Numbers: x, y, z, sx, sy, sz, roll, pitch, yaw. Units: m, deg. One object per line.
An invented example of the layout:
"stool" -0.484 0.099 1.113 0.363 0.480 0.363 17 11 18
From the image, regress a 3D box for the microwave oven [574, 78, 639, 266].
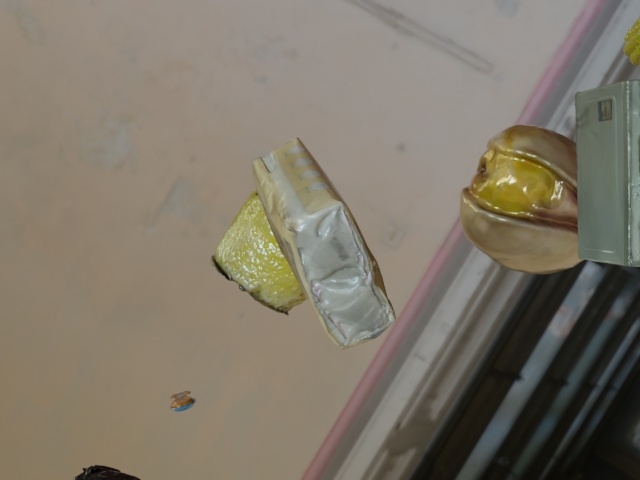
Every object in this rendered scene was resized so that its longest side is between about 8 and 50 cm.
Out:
"microwave oven" 0.378 -0.076 1.179 0.129 0.205 0.163 -1 -176 -8

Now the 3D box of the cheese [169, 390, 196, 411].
"cheese" -0.241 0.279 1.800 0.047 0.017 0.111 -13 -173 -10

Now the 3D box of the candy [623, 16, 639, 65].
"candy" 0.634 -0.389 1.950 0.094 0.106 0.199 39 -174 6

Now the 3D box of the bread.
"bread" -0.056 0.013 1.575 0.197 0.170 0.197 39 -170 -8

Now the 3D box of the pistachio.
"pistachio" 0.335 -0.055 1.578 0.230 0.230 0.309 32 -175 30

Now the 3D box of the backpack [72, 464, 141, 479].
"backpack" -0.362 0.514 1.795 0.206 0.133 0.258 26 -133 -53

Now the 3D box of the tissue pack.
"tissue pack" 0.000 0.000 1.206 0.186 0.090 0.222 65 176 -27
